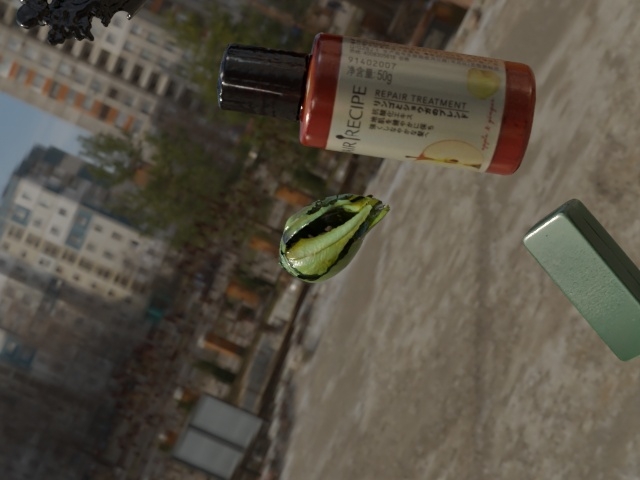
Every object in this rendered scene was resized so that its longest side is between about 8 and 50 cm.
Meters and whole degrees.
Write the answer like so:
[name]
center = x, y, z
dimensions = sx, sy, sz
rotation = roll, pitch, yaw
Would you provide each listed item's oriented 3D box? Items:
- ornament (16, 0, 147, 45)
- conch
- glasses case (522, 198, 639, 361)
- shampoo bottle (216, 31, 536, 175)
[ornament]
center = -0.310, -0.380, 1.459
dimensions = 0.260, 0.251, 0.106
rotation = -43, -17, -8
[conch]
center = 0.001, -0.001, 1.401
dimensions = 0.201, 0.095, 0.079
rotation = 126, 155, -47
[glasses case]
center = 0.310, 0.045, 1.251
dimensions = 0.039, 0.184, 0.078
rotation = -39, -2, -42
[shampoo bottle]
center = 0.046, -0.128, 1.015
dimensions = 0.104, 0.278, 0.104
rotation = -172, 90, -87
